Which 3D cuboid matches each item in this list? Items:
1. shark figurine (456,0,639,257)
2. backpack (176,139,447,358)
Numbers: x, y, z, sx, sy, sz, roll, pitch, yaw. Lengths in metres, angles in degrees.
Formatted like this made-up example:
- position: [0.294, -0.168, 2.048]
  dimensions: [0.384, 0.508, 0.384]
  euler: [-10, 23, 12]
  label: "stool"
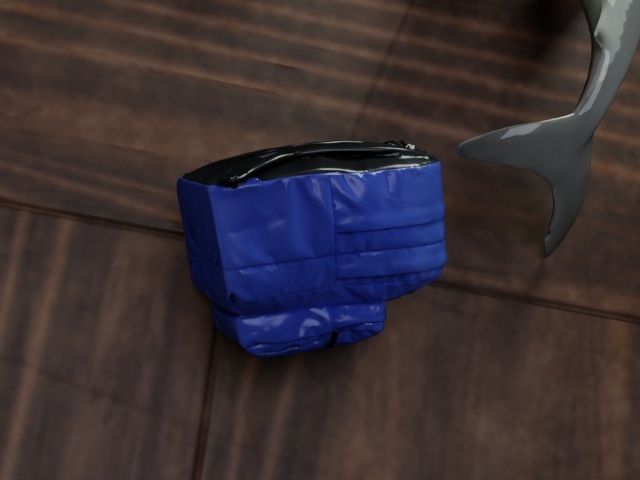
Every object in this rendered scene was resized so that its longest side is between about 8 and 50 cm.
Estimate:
- position: [0.140, -0.146, 0.668]
  dimensions: [0.166, 0.116, 0.278]
  euler: [-21, 66, 15]
  label: "shark figurine"
- position: [0.000, 0.000, 0.584]
  dimensions: [0.120, 0.098, 0.101]
  euler: [-12, 104, -17]
  label: "backpack"
